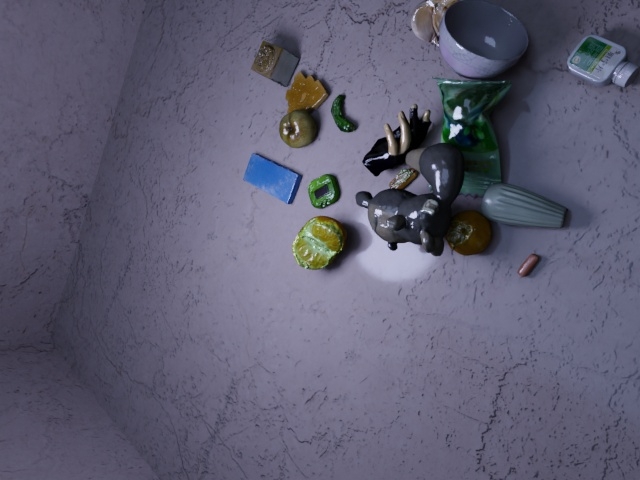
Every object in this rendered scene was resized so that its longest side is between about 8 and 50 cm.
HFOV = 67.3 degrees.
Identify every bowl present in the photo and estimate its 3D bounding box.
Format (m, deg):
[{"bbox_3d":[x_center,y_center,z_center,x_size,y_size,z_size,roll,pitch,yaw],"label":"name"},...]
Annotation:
[{"bbox_3d":[0.516,-0.640,1.582,0.287,0.286,0.144,63,160,22],"label":"bowl"}]

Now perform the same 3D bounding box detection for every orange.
[{"bbox_3d":[0.000,-0.001,1.932,0.179,0.158,0.237,35,117,-7],"label":"orange"},{"bbox_3d":[0.493,-0.027,1.607,0.154,0.134,0.155,-6,79,29],"label":"orange"}]

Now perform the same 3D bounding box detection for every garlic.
[{"bbox_3d":[0.437,-0.805,1.710,0.229,0.178,0.143,-7,50,18],"label":"garlic"}]

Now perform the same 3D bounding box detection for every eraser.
[{"bbox_3d":[-0.223,-0.286,2.195,0.311,0.042,0.144,29,104,34],"label":"eraser"}]

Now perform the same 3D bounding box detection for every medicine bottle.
[{"bbox_3d":[0.843,-0.525,1.431,0.183,0.069,0.119,44,109,28],"label":"medicine bottle"}]

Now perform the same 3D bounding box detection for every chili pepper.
[{"bbox_3d":[0.087,-0.516,1.986,0.073,0.050,0.182,-32,66,37],"label":"chili pepper"}]

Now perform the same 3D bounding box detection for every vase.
[{"bbox_3d":[0.641,-0.101,1.516,0.247,0.128,0.128,18,97,25],"label":"vase"}]

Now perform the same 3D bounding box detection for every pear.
[{"bbox_3d":[-0.101,-0.477,2.062,0.167,0.136,0.167,12,113,31],"label":"pear"}]

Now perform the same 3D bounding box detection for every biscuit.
[{"bbox_3d":[-0.059,-0.636,2.104,0.238,0.041,0.213,11,88,37],"label":"biscuit"}]

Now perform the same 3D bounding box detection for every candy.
[{"bbox_3d":[0.493,-0.343,1.618,0.262,0.171,0.398,12,106,40],"label":"candy"}]

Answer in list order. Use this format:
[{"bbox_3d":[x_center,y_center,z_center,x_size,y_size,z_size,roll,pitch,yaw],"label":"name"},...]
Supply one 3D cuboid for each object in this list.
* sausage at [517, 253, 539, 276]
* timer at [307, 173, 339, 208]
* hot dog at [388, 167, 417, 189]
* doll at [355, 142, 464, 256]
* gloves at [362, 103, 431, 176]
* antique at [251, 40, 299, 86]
[{"bbox_3d":[0.664,0.079,1.535,0.034,0.034,0.083,43,111,30],"label":"sausage"},{"bbox_3d":[0.011,-0.206,2.018,0.140,0.047,0.128,-23,74,32],"label":"timer"},{"bbox_3d":[0.308,-0.231,1.809,0.133,0.041,0.056,-39,66,27],"label":"hot dog"},{"bbox_3d":[0.328,-0.141,1.665,0.379,0.252,0.382,-57,37,-3],"label":"doll"},{"bbox_3d":[0.289,-0.370,1.769,0.152,0.197,0.301,32,127,-2],"label":"gloves"},{"bbox_3d":[-0.208,-0.794,2.158,0.152,0.147,0.147,36,105,35],"label":"antique"}]
